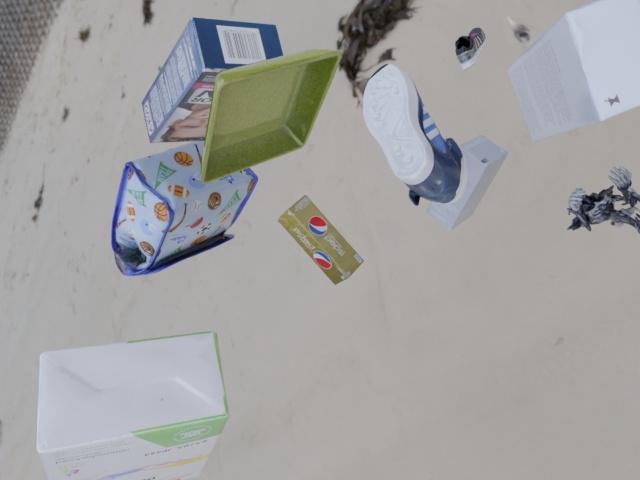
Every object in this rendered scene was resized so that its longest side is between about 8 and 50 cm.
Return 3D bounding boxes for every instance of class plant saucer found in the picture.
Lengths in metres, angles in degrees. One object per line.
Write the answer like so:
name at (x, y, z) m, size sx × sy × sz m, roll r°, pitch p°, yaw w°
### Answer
plant saucer at (-0.080, -0.176, 0.700) m, size 0.045 × 0.188 × 0.188 m, roll 53°, pitch 147°, yaw 16°

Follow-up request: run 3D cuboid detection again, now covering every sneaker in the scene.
sneaker at (0.228, -0.226, 1.182) m, size 0.130 × 0.236 × 0.323 m, roll -33°, pitch 56°, yaw 30°
sneaker at (0.441, -0.587, 1.539) m, size 0.063 × 0.075 × 0.171 m, roll -5°, pitch 49°, yaw 46°

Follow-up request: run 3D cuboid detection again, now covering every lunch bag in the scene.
lunch bag at (-0.401, -0.069, 1.489) m, size 0.239 × 0.327 × 0.385 m, roll 49°, pitch 133°, yaw 11°

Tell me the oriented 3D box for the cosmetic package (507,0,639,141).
cosmetic package at (0.607, -0.386, 1.229) m, size 0.161 × 0.453 × 0.230 m, roll -20°, pitch 94°, yaw 8°

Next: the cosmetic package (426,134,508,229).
cosmetic package at (0.402, -0.158, 1.438) m, size 0.107 × 0.127 × 0.238 m, roll 40°, pitch 135°, yaw 25°

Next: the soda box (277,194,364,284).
soda box at (0.000, 0.000, 1.048) m, size 0.181 × 0.058 × 0.061 m, roll 49°, pitch 146°, yaw -3°

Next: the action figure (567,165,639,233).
action figure at (0.669, -0.090, 1.206) m, size 0.164 × 0.141 × 0.275 m, roll -39°, pitch 19°, yaw -5°

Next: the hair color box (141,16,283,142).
hair color box at (-0.230, -0.309, 1.061) m, size 0.347 × 0.173 × 0.105 m, roll -20°, pitch 82°, yaw 56°

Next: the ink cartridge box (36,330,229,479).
ink cartridge box at (-0.260, 0.267, 0.722) m, size 0.354 × 0.207 × 0.119 m, roll 116°, pitch 143°, yaw -49°
